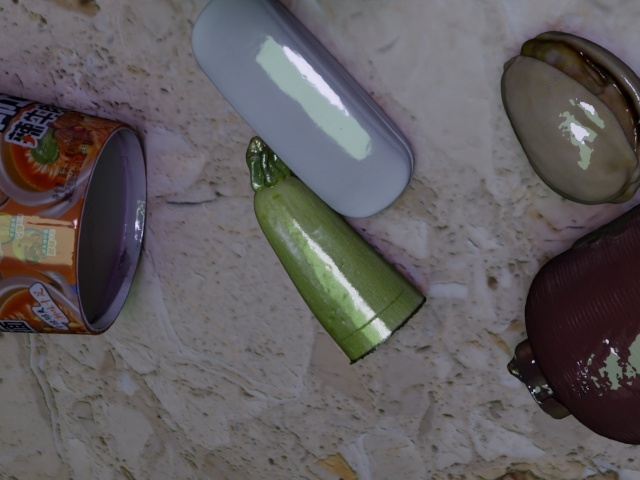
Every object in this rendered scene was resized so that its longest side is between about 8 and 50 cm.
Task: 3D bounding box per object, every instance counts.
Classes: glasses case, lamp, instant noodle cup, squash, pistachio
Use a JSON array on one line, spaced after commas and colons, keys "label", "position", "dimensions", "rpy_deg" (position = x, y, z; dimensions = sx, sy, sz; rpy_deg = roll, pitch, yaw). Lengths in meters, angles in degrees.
[{"label": "glasses case", "position": [-0.016, -0.119, 0.744], "dimensions": [0.233, 0.059, 0.092], "rpy_deg": [45, 116, -4]}, {"label": "lamp", "position": [0.272, 0.061, 0.679], "dimensions": [0.258, 0.180, 0.180], "rpy_deg": [-37, 98, 28]}, {"label": "instant noodle cup", "position": [-0.279, -0.023, 0.779], "dimensions": [0.192, 0.250, 0.250], "rpy_deg": [8, 115, 3]}, {"label": "squash", "position": [0.000, 0.000, 0.782], "dimensions": [0.094, 0.094, 0.224], "rpy_deg": [-35, 93, 27]}, {"label": "pistachio", "position": [0.203, -0.095, 0.670], "dimensions": [0.113, 0.113, 0.149], "rpy_deg": [-37, 83, 27]}]
